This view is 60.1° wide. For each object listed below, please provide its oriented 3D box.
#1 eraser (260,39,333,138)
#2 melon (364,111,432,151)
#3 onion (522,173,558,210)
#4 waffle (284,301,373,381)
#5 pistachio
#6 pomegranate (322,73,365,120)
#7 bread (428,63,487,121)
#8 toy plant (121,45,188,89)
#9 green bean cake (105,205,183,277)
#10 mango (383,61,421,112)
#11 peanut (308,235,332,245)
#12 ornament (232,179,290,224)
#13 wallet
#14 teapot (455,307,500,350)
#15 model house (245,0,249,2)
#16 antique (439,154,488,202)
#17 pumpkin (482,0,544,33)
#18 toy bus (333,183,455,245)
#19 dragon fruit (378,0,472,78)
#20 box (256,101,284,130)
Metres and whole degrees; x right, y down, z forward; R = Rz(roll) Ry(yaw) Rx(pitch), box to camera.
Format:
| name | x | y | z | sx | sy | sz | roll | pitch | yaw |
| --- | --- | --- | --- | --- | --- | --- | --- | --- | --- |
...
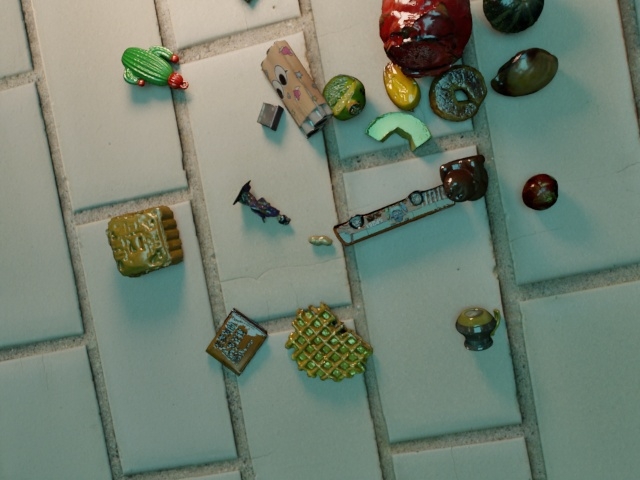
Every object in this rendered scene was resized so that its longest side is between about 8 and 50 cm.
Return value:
| name | x | y | z | sx | sy | sz | roll | pitch | yaw |
| --- | --- | --- | --- | --- | --- | --- | --- | --- | --- |
| eraser | -0.079 | -0.500 | 1.829 | 0.087 | 0.171 | 0.290 | -33 | 88 | -25 |
| melon | 0.263 | -0.362 | 1.833 | 0.209 | 0.064 | 0.118 | 24 | 95 | 4 |
| onion | 0.695 | -0.151 | 1.761 | 0.119 | 0.118 | 0.117 | -21 | 105 | 8 |
| waffle | 0.025 | 0.353 | 1.904 | 0.309 | 0.065 | 0.283 | -2 | 94 | 7 |
| pistachio | 0.639 | -0.529 | 1.744 | 0.210 | 0.130 | 0.165 | -20 | 131 | 8 |
| pomegranate | 0.094 | -0.460 | 1.815 | 0.169 | 0.122 | 0.143 | 44 | 109 | 31 |
| bread | 0.444 | -0.480 | 1.802 | 0.193 | 0.064 | 0.193 | 0 | 97 | 2 |
| toy plant | -0.572 | -0.604 | 1.921 | 0.240 | 0.088 | 0.154 | 3 | 79 | 1 |
| green bean cake | -0.615 | 0.004 | 1.938 | 0.224 | 0.131 | 0.229 | -14 | 90 | 10 |
| mango | 0.266 | -0.504 | 1.822 | 0.101 | 0.066 | 0.187 | -35 | 83 | 16 |
| peanut | 0.000 | 0.000 | 1.901 | 0.083 | 0.037 | 0.037 | 4 | 94 | 10 |
| ornament | -0.199 | -0.106 | 1.905 | 0.203 | 0.088 | 0.081 | 38 | 117 | -7 |
| wallet | -0.299 | 0.360 | 1.959 | 0.161 | 0.042 | 0.195 | 36 | 97 | 4 |
| teapot | 0.524 | 0.284 | 1.812 | 0.166 | 0.130 | 0.119 | -20 | 107 | -23 |
| model house | -0.250 | -0.863 | 1.871 | 0.079 | 0.066 | 0.083 | 44 | 96 | 2 |
| antique | 0.452 | -0.187 | 1.726 | 0.121 | 0.257 | 0.143 | -7 | 97 | 27 |
| pumpkin | 0.599 | -0.741 | 1.720 | 0.190 | 0.146 | 0.190 | 0 | 92 | 6 |
| toy bus | 0.242 | -0.088 | 1.835 | 0.409 | 0.093 | 0.092 | -21 | 93 | 10 |
| dragon fruit | 0.315 | -0.665 | 1.690 | 0.296 | 0.295 | 0.301 | -14 | 71 | 8 |
| box | -0.172 | -0.426 | 1.891 | 0.063 | 0.060 | 0.084 | 22 | 96 | 14 |
